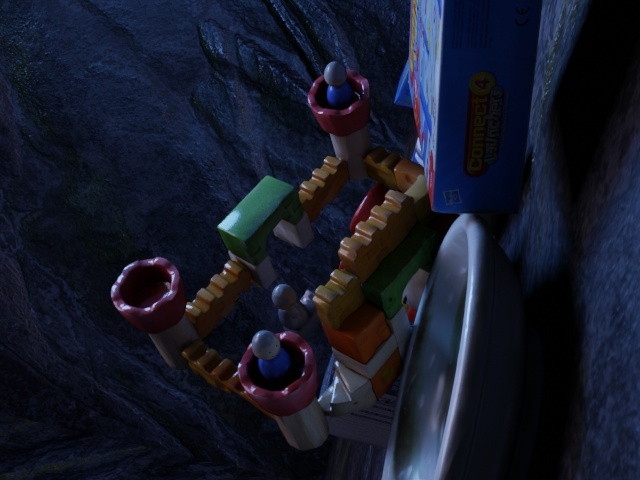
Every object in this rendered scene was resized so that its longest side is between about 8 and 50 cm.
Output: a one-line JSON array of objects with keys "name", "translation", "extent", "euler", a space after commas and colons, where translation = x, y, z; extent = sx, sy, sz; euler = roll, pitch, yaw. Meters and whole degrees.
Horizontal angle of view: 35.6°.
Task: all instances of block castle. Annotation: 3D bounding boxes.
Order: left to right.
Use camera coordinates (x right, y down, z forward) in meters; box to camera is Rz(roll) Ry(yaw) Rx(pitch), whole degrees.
[{"name": "block castle", "translation": [0.000, 0.000, 1.225], "extent": [0.453, 0.303, 0.213], "euler": [-47, -35, -23]}]

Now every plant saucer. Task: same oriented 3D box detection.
[{"name": "plant saucer", "translation": [0.141, 0.175, 0.987], "extent": [0.400, 0.101, 0.400], "euler": [-168, 90, -89]}]

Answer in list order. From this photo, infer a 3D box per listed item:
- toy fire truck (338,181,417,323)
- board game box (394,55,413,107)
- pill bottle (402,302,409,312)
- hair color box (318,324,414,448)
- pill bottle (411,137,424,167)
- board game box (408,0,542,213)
[{"name": "toy fire truck", "translation": [0.171, -0.028, 1.557], "extent": [0.254, 0.169, 0.302], "euler": [-50, -13, -29]}, {"name": "board game box", "translation": [0.201, -0.232, 1.483], "extent": [0.210, 0.160, 0.047], "euler": [110, 173, -83]}, {"name": "pill bottle", "translation": [0.174, 0.094, 1.844], "extent": [0.116, 0.065, 0.065], "euler": [102, -179, -77]}, {"name": "hair color box", "translation": [0.093, 0.213, 1.424], "extent": [0.347, 0.174, 0.105], "euler": [104, 180, -69]}, {"name": "pill bottle", "translation": [0.206, -0.118, 1.832], "extent": [0.094, 0.094, 0.169], "euler": [-77, 0, -46]}, {"name": "board game box", "translation": [0.144, -0.233, 0.986], "extent": [0.302, 0.086, 0.308], "euler": [-91, 0, -58]}]
